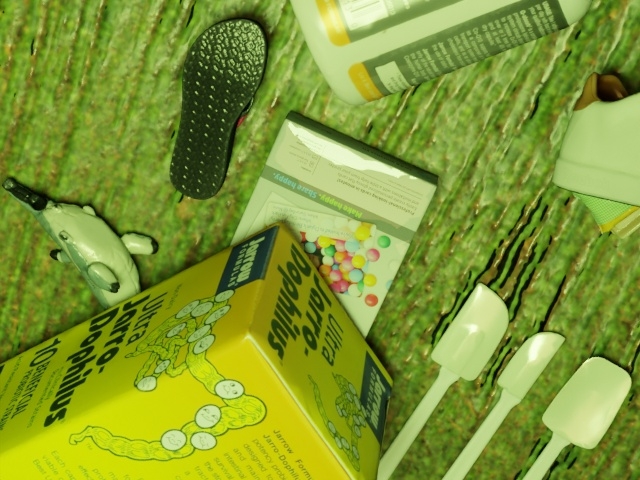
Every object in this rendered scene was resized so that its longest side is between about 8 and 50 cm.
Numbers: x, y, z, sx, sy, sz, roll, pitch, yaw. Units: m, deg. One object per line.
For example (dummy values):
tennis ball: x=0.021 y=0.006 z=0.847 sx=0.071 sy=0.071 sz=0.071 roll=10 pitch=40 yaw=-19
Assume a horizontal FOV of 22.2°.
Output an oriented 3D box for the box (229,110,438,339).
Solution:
box: x=0.000 y=0.000 z=1.433 sx=0.145 sy=0.038 sz=0.186 roll=25 pitch=109 yaw=-1

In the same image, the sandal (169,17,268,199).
sandal: x=-0.090 y=-0.119 z=1.413 sx=0.067 sy=0.040 sz=0.179 roll=23 pitch=122 yaw=5

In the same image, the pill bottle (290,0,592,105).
pill bottle: x=0.119 y=-0.225 z=1.289 sx=0.278 sy=0.162 sz=0.162 roll=-20 pitch=103 yaw=11

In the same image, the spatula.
spatula: x=0.152 y=0.178 z=1.476 sx=0.168 sy=0.019 sz=0.242 roll=30 pitch=107 yaw=-3

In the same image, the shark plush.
shark plush: x=-0.225 y=0.008 z=1.455 sx=0.161 sy=0.073 sz=0.067 roll=33 pitch=138 yaw=-9

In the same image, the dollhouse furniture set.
dollhouse furniture set: x=0.282 y=-0.065 z=1.369 sx=0.152 sy=0.058 sz=0.076 roll=-40 pitch=98 yaw=15

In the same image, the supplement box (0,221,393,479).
supplement box: x=-0.141 y=0.173 z=1.386 sx=0.356 sy=0.194 sz=0.195 roll=-27 pitch=112 yaw=19

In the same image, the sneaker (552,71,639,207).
sneaker: x=0.301 y=-0.075 z=1.247 sx=0.290 sy=0.106 sz=0.123 roll=17 pitch=98 yaw=46
